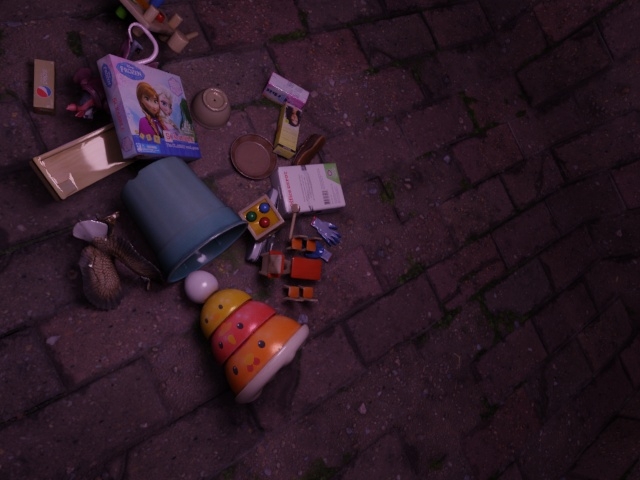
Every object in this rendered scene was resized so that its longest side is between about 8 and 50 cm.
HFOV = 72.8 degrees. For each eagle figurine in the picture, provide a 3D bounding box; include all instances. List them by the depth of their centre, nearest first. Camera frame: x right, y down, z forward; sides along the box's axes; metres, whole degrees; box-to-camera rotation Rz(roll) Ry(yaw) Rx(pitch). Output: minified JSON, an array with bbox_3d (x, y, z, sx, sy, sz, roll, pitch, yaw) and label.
[{"bbox_3d":[-0.685,0.058,1.449,0.225,0.226,0.298,-18,81,-45],"label":"eagle figurine"}]

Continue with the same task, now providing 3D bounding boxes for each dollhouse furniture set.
[{"bbox_3d":[-0.096,0.105,1.686,0.259,0.135,0.262,9,83,-41],"label":"dollhouse furniture set"}]

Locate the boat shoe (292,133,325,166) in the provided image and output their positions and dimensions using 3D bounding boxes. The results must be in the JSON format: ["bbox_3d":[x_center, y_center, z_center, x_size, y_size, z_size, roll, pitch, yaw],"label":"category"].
[{"bbox_3d":[-0.062,-0.392,1.904,0.073,0.073,0.207,26,59,23],"label":"boat shoe"}]

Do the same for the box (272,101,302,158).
[{"bbox_3d":[-0.141,-0.473,1.865,0.087,0.058,0.232,19,65,-29],"label":"box"}]

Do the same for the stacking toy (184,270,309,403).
[{"bbox_3d":[-0.311,0.296,1.540,0.480,0.350,0.350,42,64,6],"label":"stacking toy"}]

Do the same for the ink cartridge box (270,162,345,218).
[{"bbox_3d":[-0.055,-0.210,1.835,0.273,0.115,0.198,-9,82,-26],"label":"ink cartridge box"}]

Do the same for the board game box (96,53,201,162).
[{"bbox_3d":[-0.568,-0.432,1.482,0.319,0.066,0.318,-19,94,-66],"label":"board game box"}]

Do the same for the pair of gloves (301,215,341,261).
[{"bbox_3d":[0.000,0.000,1.868,0.159,0.023,0.198,34,66,-12],"label":"pair of gloves"}]

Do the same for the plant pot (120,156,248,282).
[{"bbox_3d":[-0.486,-0.086,1.512,0.341,0.341,0.334,-37,86,-26],"label":"plant pot"}]

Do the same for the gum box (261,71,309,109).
[{"bbox_3d":[-0.149,-0.635,1.889,0.188,0.107,0.062,25,70,-18],"label":"gum box"}]

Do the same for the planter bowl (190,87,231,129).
[{"bbox_3d":[-0.430,-0.541,1.739,0.162,0.109,0.162,5,77,-23],"label":"planter bowl"}]

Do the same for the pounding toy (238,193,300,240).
[{"bbox_3d":[-0.169,-0.082,1.626,0.206,0.094,0.181,-34,82,-2],"label":"pounding toy"}]

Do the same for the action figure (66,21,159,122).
[{"bbox_3d":[-0.716,-0.537,1.531,0.248,0.276,0.370,46,51,-16],"label":"action figure"}]

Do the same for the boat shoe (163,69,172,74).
[{"bbox_3d":[-0.575,-0.553,1.693,0.080,0.076,0.228,-12,84,-26],"label":"boat shoe"}]

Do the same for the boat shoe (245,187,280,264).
[{"bbox_3d":[-0.204,-0.053,1.736,0.105,0.113,0.306,20,74,-26],"label":"boat shoe"}]

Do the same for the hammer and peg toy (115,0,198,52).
[{"bbox_3d":[-0.638,-0.845,1.647,0.361,0.127,0.266,48,20,-9],"label":"hammer and peg toy"}]

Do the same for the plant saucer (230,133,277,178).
[{"bbox_3d":[-0.278,-0.346,1.807,0.198,0.036,0.198,5,76,-23],"label":"plant saucer"}]

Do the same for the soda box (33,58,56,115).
[{"bbox_3d":[-0.964,-0.536,1.521,0.061,0.058,0.181,-1,80,-25],"label":"soda box"}]

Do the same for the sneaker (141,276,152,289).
[{"bbox_3d":[-0.623,0.137,1.551,0.037,0.032,0.083,-2,75,-11],"label":"sneaker"}]

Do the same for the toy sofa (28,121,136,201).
[{"bbox_3d":[-0.763,-0.285,1.472,0.362,0.177,0.150,-37,114,-26],"label":"toy sofa"}]
